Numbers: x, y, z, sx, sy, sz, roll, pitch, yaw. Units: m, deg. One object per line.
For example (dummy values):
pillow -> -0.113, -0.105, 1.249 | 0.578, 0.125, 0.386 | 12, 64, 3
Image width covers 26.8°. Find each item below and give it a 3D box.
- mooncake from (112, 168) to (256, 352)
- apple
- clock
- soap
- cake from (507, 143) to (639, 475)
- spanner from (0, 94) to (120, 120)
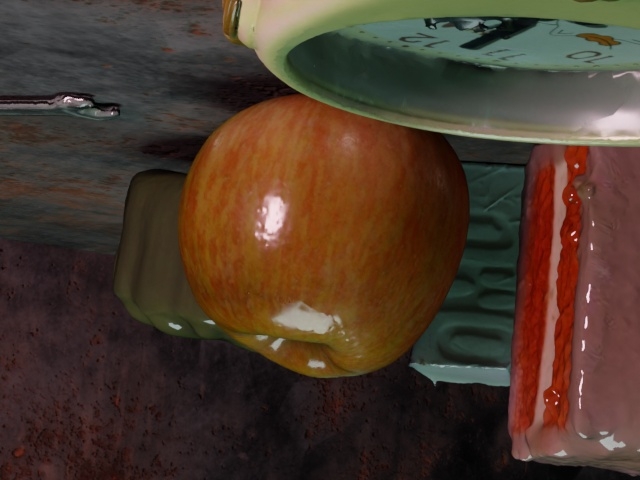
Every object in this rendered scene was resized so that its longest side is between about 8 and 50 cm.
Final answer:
mooncake -> -0.053, 0.027, 1.534 | 0.351, 0.187, 0.351 | 10, -179, 0
apple -> 0.000, 0.000, 1.197 | 0.265, 0.264, 0.264 | 6, 173, 1
clock -> 0.103, -0.123, 0.612 | 0.286, 0.117, 0.348 | 10, 173, -33
soap -> 0.174, 0.040, 1.405 | 0.145, 0.230, 0.091 | 4, 173, 17
cake -> 0.298, 0.056, 1.158 | 0.230, 0.308, 0.237 | 4, 170, -4
spanner -> -0.335, -0.132, 1.343 | 0.302, 0.017, 0.071 | 2, 172, 25
